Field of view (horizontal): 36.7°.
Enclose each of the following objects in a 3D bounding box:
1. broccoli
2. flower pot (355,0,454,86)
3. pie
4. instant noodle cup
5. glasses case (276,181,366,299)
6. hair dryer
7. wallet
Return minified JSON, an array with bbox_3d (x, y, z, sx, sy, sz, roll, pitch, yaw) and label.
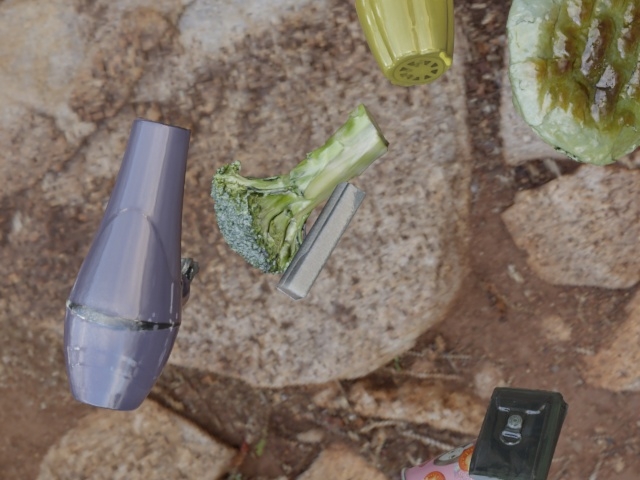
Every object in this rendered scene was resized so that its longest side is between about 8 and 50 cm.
[{"bbox_3d":[-0.044,-0.107,1.770,0.361,0.252,0.221,-57,32,18],"label":"broccoli"},{"bbox_3d":[0.177,-0.409,1.896,0.195,0.195,0.179,-32,60,47],"label":"flower pot"},{"bbox_3d":[0.367,-0.242,1.291,0.071,0.306,0.306,-1,107,64],"label":"pie"},{"bbox_3d":[0.355,0.609,2.343,0.231,0.243,0.243,-32,82,11],"label":"instant noodle cup"},{"bbox_3d":[0.000,0.000,1.592,0.047,0.205,0.071,33,167,-9],"label":"glasses case"},{"bbox_3d":[-0.192,0.025,1.134,0.121,0.361,0.301,12,90,2],"label":"hair dryer"},{"bbox_3d":[0.419,0.415,2.046,0.169,0.245,0.052,7,136,25],"label":"wallet"}]
